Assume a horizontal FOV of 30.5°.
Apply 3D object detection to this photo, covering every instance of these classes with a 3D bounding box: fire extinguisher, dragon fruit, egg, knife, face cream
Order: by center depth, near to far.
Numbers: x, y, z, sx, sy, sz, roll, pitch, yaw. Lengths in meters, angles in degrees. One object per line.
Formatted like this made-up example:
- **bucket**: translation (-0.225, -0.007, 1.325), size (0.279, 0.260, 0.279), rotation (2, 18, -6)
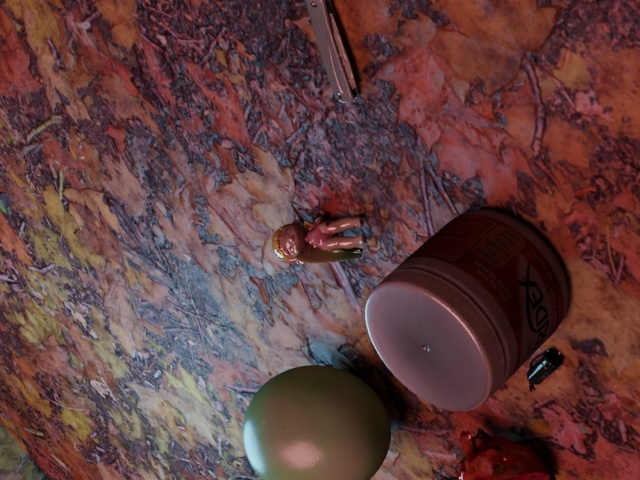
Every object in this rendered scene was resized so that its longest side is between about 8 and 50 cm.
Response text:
- **face cream**: translation (0.189, 0.087, 1.509), size (0.201, 0.187, 0.201), rotation (30, 141, 28)
- **knife**: translation (0.017, -0.254, 1.541), size (0.044, 0.023, 0.162), rotation (14, 132, 46)
- **fire extinguisher**: translation (0.302, 0.175, 1.610), size (0.083, 0.025, 0.038), rotation (118, 147, -54)
- **dragon fruit**: translation (0.262, 0.327, 1.743), size (0.153, 0.153, 0.111), rotation (118, 143, -54)
- **egg**: translation (-0.007, 0.315, 1.928), size (0.270, 0.220, 0.220), rotation (-6, 117, 53)

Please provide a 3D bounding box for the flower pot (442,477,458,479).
- **flower pot**: translation (0.218, 0.456, 1.911), size (0.111, 0.111, 0.089), rotation (-8, 127, 52)

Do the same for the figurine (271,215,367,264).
- **figurine**: translation (0.000, 0.000, 1.776), size (0.187, 0.083, 0.083), rotation (-14, 111, 41)
